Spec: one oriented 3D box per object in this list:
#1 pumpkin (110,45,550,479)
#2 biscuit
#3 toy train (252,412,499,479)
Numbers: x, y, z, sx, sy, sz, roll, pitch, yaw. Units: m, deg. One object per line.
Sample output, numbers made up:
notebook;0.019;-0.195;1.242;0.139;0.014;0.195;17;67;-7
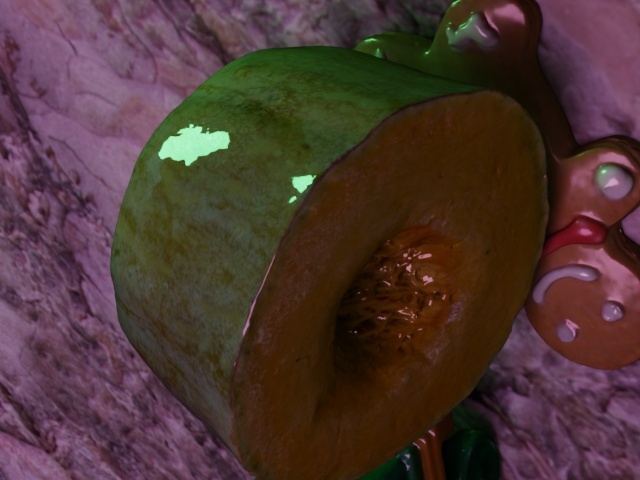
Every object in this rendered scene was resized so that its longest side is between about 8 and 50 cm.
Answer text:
pumpkin;0.000;0.000;1.177;0.199;0.332;0.332;38;133;35
biscuit;0.164;-0.037;1.260;0.216;0.047;0.339;-22;101;41
toy train;0.047;0.304;1.393;0.178;0.249;0.429;4;117;32
